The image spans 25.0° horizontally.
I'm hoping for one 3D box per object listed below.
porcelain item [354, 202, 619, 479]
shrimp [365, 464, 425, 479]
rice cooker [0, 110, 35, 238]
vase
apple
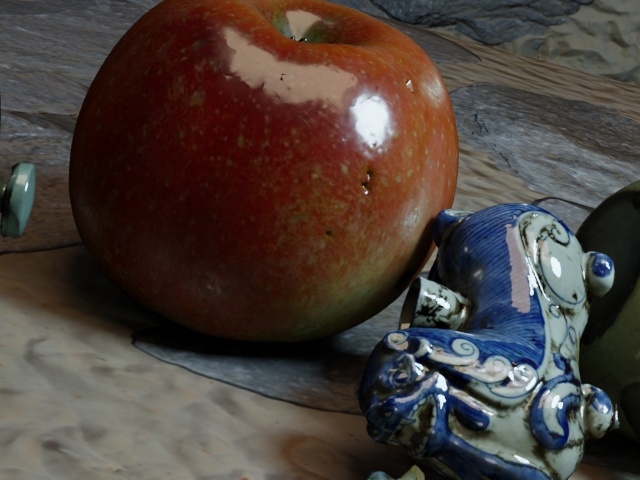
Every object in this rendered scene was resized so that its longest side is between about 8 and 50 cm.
[{"bbox_3d":[0.127,0.082,1.148,0.186,0.138,0.288,20,44,-8],"label":"porcelain item"},{"bbox_3d":[0.058,0.207,0.875,0.168,0.077,0.317,0,16,13],"label":"shrimp"},{"bbox_3d":[-0.353,-0.053,1.029,0.317,0.264,0.316,8,-12,2],"label":"rice cooker"},{"bbox_3d":[0.362,0.117,1.253,0.302,0.241,0.329,24,45,-16],"label":"vase"},{"bbox_3d":[-0.048,-0.073,1.300,0.348,0.277,0.348,16,21,-6],"label":"apple"}]
